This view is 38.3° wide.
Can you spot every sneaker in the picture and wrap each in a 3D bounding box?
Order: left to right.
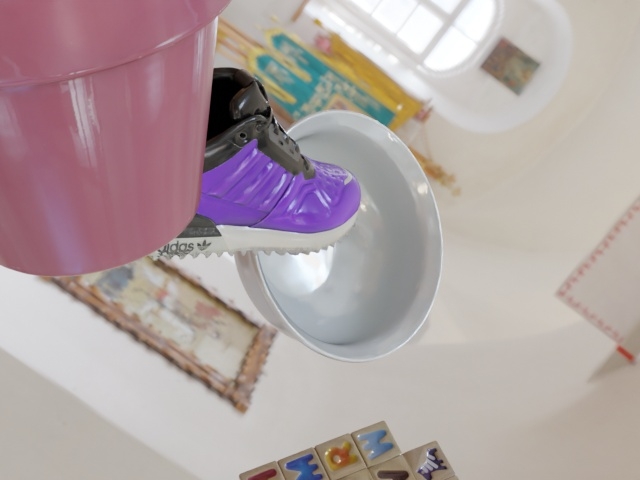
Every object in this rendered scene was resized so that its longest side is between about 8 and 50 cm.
[{"bbox_3d":[-0.060,-0.070,0.777,0.293,0.102,0.146,-7,119,-46],"label":"sneaker"}]

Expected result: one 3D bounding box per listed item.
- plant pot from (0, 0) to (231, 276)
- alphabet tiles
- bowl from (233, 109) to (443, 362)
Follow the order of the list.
[{"bbox_3d":[-0.136,-0.089,0.469,0.201,0.201,0.180,-59,154,-48],"label":"plant pot"},{"bbox_3d":[0.051,0.397,1.218,0.342,0.285,0.011,-16,149,-22],"label":"alphabet tiles"},{"bbox_3d":[0.000,0.000,1.109,0.134,0.298,0.298,-10,-141,49],"label":"bowl"}]
